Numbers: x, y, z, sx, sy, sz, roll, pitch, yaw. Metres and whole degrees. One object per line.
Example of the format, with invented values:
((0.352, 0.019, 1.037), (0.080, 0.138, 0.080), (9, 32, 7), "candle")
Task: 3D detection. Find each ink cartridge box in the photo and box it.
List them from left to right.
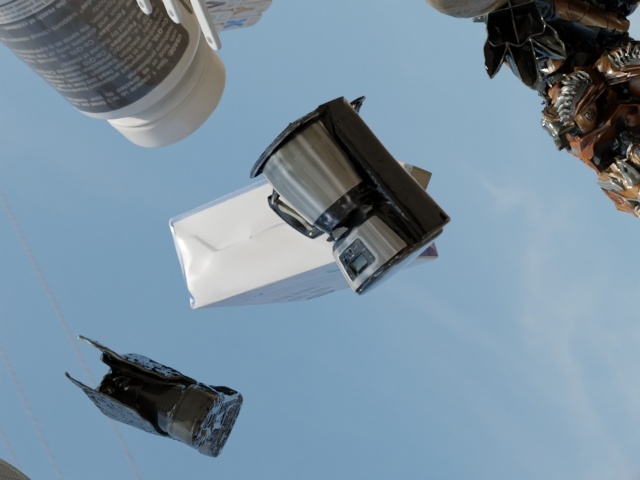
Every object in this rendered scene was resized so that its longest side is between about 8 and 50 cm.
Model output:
((0.000, 0.000, 1.448), (0.395, 0.270, 0.151), (5, -111, -59), "ink cartridge box")

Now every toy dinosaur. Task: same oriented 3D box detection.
((0.186, -0.165, 0.732), (0.322, 0.164, 0.218), (42, -177, 10), "toy dinosaur")

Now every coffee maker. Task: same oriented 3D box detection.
((0.046, -0.055, 0.962), (0.171, 0.120, 0.178), (-38, -96, -25), "coffee maker")

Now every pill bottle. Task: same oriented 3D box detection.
((-0.274, -0.275, 1.114), (0.361, 0.204, 0.204), (47, -151, -52), "pill bottle")

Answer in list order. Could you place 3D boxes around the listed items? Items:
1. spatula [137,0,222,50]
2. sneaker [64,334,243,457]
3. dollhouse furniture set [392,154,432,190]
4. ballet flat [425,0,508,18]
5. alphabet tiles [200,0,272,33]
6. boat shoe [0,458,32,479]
((-0.160, -0.282, 0.788), (0.019, 0.168, 0.242), (-40, -44, -19), "spatula")
((-0.109, 0.107, 0.633), (0.089, 0.170, 0.051), (22, -102, 8), "sneaker")
((0.054, -0.094, 1.683), (0.242, 0.161, 0.212), (19, -176, -24), "dollhouse furniture set")
((0.128, -0.244, 0.341), (0.116, 0.342, 0.124), (8, -163, -42), "ballet flat")
((-0.203, -0.346, 1.436), (0.278, 0.284, 0.021), (-13, -95, -24), "alphabet tiles")
((-0.455, 0.284, 1.057), (0.302, 0.094, 0.109), (25, -122, -17), "boat shoe")
